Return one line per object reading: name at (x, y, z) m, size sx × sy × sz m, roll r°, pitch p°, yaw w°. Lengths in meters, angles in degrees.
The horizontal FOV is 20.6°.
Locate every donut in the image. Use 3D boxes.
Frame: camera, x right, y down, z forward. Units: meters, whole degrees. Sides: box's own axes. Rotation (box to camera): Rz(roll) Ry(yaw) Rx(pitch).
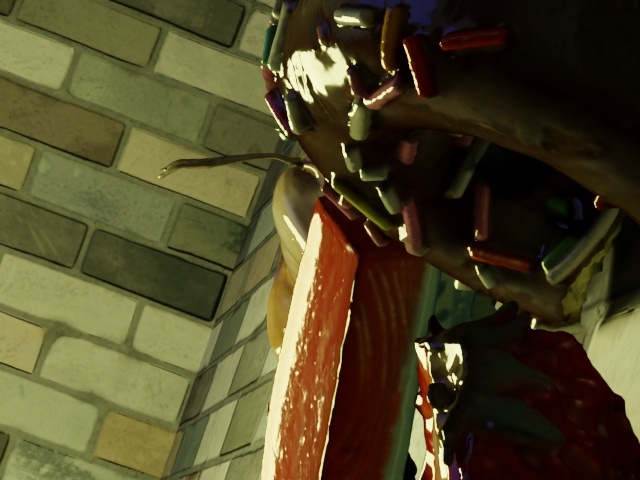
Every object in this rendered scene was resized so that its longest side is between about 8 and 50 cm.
donut at (0.093, -0.075, 0.926) m, size 0.136 × 0.259 × 0.345 m, roll -64°, pitch 7°, yaw -19°

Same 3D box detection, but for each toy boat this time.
toy boat at (0.043, 0.130, 1.260) m, size 0.145 × 0.133 × 0.331 m, roll -124°, pitch 41°, yaw -58°

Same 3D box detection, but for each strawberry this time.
strawberry at (0.108, 0.148, 0.888) m, size 0.190 × 0.111 × 0.236 m, roll -98°, pitch 5°, yaw -53°

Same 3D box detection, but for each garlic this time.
garlic at (0.000, 0.000, 1.366) m, size 0.207 × 0.257 × 0.207 m, roll -60°, pitch 13°, yaw 23°

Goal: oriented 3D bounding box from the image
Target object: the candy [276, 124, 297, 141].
candy at (0.061, -0.059, 1.167) m, size 0.092 × 0.093 × 0.335 m, roll -31°, pitch -14°, yaw 25°
